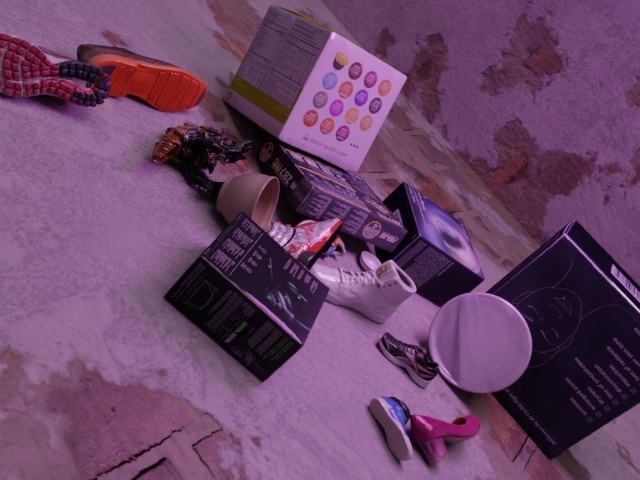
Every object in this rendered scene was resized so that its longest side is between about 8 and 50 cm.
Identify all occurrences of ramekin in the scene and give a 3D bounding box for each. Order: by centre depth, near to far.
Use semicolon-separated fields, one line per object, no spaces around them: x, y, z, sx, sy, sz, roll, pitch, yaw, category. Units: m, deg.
0.441;0.275;1.848;0.273;0.273;0.127;53;16;17;ramekin

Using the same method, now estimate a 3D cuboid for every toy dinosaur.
-0.307;-0.209;1.649;0.218;0.164;0.322;33;43;11;toy dinosaur

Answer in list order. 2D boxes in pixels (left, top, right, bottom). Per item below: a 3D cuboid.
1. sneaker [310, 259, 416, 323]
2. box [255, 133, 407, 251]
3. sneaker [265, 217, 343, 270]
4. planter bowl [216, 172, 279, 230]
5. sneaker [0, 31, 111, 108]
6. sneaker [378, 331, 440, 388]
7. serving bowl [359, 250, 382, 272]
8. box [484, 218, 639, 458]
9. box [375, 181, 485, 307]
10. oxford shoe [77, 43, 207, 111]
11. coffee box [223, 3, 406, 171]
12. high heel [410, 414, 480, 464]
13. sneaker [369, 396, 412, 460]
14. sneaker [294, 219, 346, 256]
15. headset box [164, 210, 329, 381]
0.109;0.095;1.726;0.293;0.169;0.108;26;34;-30;sneaker
0.034;-0.140;1.976;0.395;0.097;0.318;21;21;-40;box
-0.048;-0.017;1.694;0.145;0.090;0.270;31;36;8;sneaker
-0.181;-0.094;1.621;0.109;0.162;0.162;21;24;11;planter bowl
-0.608;-0.358;1.442;0.299;0.120;0.112;13;11;-45;sneaker
0.231;0.289;1.720;0.178;0.077;0.072;40;25;-7;sneaker
0.143;0.071;1.964;0.083;0.027;0.083;33;29;-21;serving bowl
0.711;0.279;1.973;0.480;0.472;0.297;49;26;10;box
0.334;0.015;2.148;0.294;0.183;0.296;32;29;-27;box
-0.449;-0.432;1.742;0.364;0.130;0.132;7;39;-51;oxford shoe
-0.018;-0.461;2.050;0.338;0.334;0.338;17;16;-44;coffee box
0.295;0.429;1.598;0.244;0.082;0.117;-15;78;-46;high heel
0.177;0.409;1.489;0.085;0.058;0.152;3;41;-42;sneaker
0.000;0.000;1.816;0.185;0.069;0.084;8;39;-49;sneaker
-0.132;0.113;1.394;0.283;0.131;0.246;41;26;-7;headset box
